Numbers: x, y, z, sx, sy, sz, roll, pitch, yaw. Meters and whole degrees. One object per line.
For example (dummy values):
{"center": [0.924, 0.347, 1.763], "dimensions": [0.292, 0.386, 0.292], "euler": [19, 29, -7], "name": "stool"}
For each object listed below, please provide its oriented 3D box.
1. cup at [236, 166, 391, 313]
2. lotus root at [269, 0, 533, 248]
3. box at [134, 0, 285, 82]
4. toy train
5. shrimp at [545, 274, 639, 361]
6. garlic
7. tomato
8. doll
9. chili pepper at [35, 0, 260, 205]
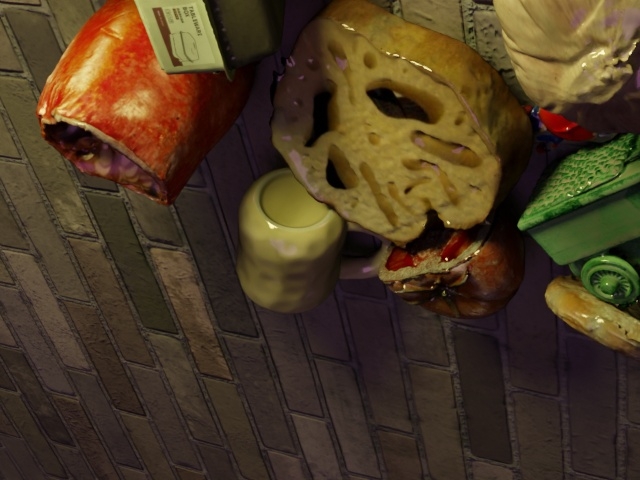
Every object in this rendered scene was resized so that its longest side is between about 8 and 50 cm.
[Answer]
{"center": [-0.010, 0.013, 1.786], "dimensions": [0.255, 0.173, 0.202], "euler": [22, 143, 10], "name": "cup"}
{"center": [0.094, -0.161, 1.562], "dimensions": [0.390, 0.111, 0.375], "euler": [-3, 128, 44], "name": "lotus root"}
{"center": [-0.149, -0.366, 1.412], "dimensions": [0.166, 0.221, 0.291], "euler": [-8, 134, 9], "name": "box"}
{"center": [0.416, -0.032, 1.488], "dimensions": [0.202, 0.145, 0.266], "euler": [46, 139, -16], "name": "toy train"}
{"center": [0.528, 0.157, 1.613], "dimensions": [0.445, 0.221, 0.110], "euler": [22, 102, -7], "name": "shrimp"}
{"center": [0.327, -0.254, 1.202], "dimensions": [0.317, 0.259, 0.317], "euler": [16, 144, 12], "name": "garlic"}
{"center": [0.217, 0.042, 1.678], "dimensions": [0.214, 0.181, 0.155], "euler": [-14, 130, 47], "name": "tomato"}
{"center": [0.321, -0.161, 1.473], "dimensions": [0.194, 0.062, 0.104], "euler": [-18, 105, 53], "name": "doll"}
{"center": [-0.255, -0.196, 1.604], "dimensions": [0.229, 0.305, 0.251], "euler": [-7, 134, 41], "name": "chili pepper"}
